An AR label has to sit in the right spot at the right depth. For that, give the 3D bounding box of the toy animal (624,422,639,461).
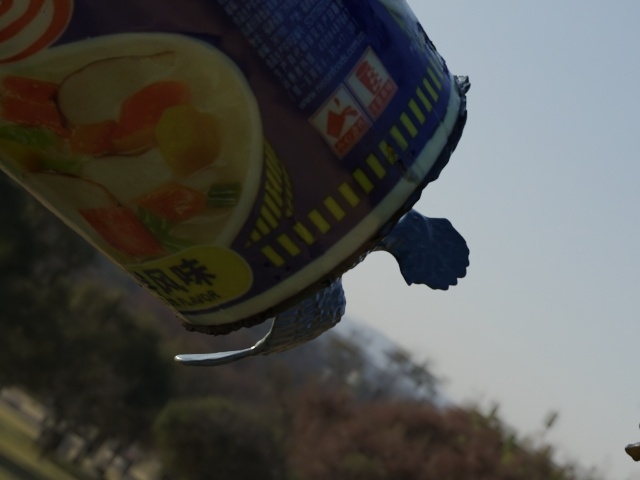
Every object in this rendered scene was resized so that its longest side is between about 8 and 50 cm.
[{"bbox_3d":[0.242,0.240,1.219,0.149,0.054,0.275,3,59,-51],"label":"toy animal"}]

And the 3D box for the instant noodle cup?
[{"bbox_3d":[-0.096,-0.125,0.934,0.312,0.284,0.284,49,-11,-23],"label":"instant noodle cup"}]

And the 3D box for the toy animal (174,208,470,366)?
[{"bbox_3d":[0.000,0.000,1.352,0.176,0.239,0.255,35,36,11],"label":"toy animal"}]
